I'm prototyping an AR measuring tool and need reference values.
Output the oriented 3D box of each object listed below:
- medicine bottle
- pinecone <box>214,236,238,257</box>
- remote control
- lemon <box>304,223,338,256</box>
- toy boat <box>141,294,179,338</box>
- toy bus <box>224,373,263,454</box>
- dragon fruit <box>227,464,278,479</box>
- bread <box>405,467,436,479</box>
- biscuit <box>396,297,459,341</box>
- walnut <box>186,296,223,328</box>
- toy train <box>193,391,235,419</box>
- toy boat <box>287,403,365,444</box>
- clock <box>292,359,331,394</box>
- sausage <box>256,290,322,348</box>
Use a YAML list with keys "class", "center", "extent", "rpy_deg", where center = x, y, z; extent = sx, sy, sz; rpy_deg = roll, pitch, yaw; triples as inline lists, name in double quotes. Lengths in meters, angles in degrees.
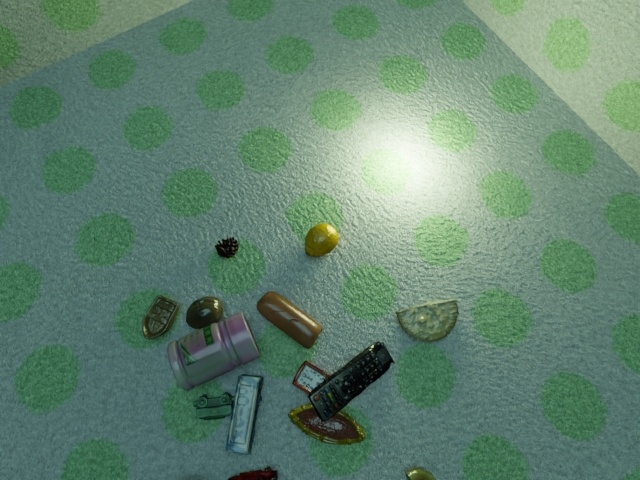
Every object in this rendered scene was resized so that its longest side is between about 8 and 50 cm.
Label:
- class: "medicine bottle"
  center: [-0.433, 0.449, 1.690]
  extent: [0.325, 0.212, 0.212]
  rpy_deg: [-23, 73, -9]
- class: "pinecone"
  center: [-0.429, 0.034, 1.905]
  extent: [0.102, 0.102, 0.109]
  rpy_deg: [46, 42, 13]
- class: "remote control"
  center: [0.127, 0.568, 1.705]
  extent: [0.398, 0.062, 0.145]
  rpy_deg: [-30, 89, -24]
- class: "lemon"
  center: [0.000, 0.000, 1.899]
  extent: [0.187, 0.142, 0.142]
  rpy_deg: [-40, 76, -16]
- class: "toy boat"
  center: [-0.702, 0.344, 1.800]
  extent: [0.115, 0.061, 0.189]
  rpy_deg: [24, 72, 5]
- class: "toy bus"
  center: [-0.303, 0.693, 1.652]
  extent: [0.106, 0.131, 0.298]
  rpy_deg: [7, 70, 1]
- class: "dragon fruit"
  center: [-0.259, 0.924, 1.585]
  extent: [0.192, 0.123, 0.093]
  rpy_deg: [-19, 57, -6]
- class: "bread"
  center: [0.402, 0.948, 1.609]
  extent: [0.157, 0.083, 0.095]
  rpy_deg: [31, 70, 7]
- class: "biscuit"
  center: [0.491, 0.352, 1.818]
  extent: [0.280, 0.084, 0.179]
  rpy_deg: [-15, 71, -7]
- class: "walnut"
  center: [-0.499, 0.311, 1.777]
  extent: [0.162, 0.140, 0.140]
  rpy_deg: [-9, 71, -7]
- class: "toy train"
  center: [-0.433, 0.679, 1.689]
  extent: [0.171, 0.070, 0.100]
  rpy_deg: [-5, 78, -4]
- class: "toy boat"
  center: [0.025, 0.741, 1.665]
  extent: [0.317, 0.099, 0.141]
  rpy_deg: [14, 68, 6]
- class: "clock"
  center: [-0.030, 0.592, 1.735]
  extent: [0.154, 0.061, 0.113]
  rpy_deg: [29, 72, 12]
- class: "sausage"
  center: [-0.137, 0.338, 1.787]
  extent: [0.304, 0.121, 0.121]
  rpy_deg: [35, 73, 9]
